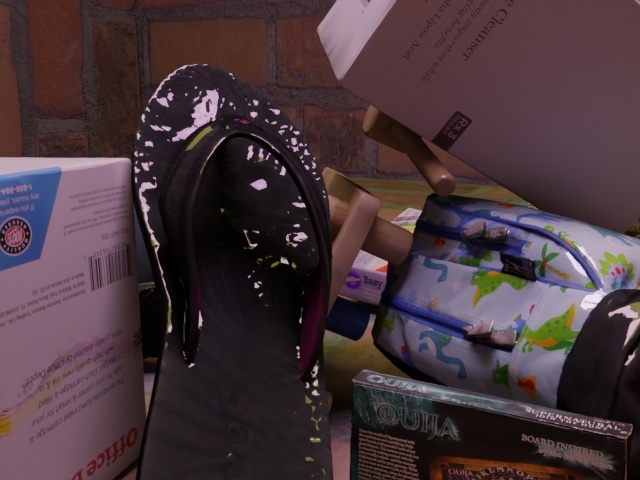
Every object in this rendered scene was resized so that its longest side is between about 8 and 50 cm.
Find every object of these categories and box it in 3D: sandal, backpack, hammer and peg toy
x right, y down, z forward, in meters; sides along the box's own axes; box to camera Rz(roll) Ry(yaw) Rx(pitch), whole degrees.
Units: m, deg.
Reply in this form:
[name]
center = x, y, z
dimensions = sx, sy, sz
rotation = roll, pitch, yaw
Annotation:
[sandal]
center = -0.050, 0.026, 0.524
dimensions = 0.168, 0.445, 0.107
rotation = 6, -33, -23
[backpack]
center = 0.214, 0.080, 0.687
dimensions = 0.290, 0.273, 0.356
rotation = 7, -9, -32
[hammer and peg toy]
center = 0.000, 0.000, 0.759
dimensions = 0.128, 0.361, 0.266
rotation = 24, 8, -12

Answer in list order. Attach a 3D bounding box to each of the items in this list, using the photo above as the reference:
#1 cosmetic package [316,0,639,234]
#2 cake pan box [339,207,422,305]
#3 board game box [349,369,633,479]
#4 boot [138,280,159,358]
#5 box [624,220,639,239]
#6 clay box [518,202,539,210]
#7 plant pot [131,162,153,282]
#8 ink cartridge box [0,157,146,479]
[cosmetic package]
center = 0.215, -0.176, 0.719
dimensions = 0.385, 0.217, 0.156
rotation = 25, 28, -24
[cake pan box]
center = 0.196, 0.037, 1.129
dimensions = 0.246, 0.070, 0.267
rotation = 16, 30, 30
[board game box]
center = 0.108, 0.167, 0.486
dimensions = 0.186, 0.126, 0.026
rotation = 7, 13, 27
[boot]
center = -0.256, 0.066, 0.900
dimensions = 0.247, 0.094, 0.207
rotation = -14, 26, 1
[box]
center = 0.340, 0.064, 0.908
dimensions = 0.169, 0.166, 0.203
rotation = 6, 13, 23
[clay box]
center = 0.504, -0.018, 1.435
dimensions = 0.222, 0.127, 0.053
rotation = 2, 11, 2
[plant pot]
center = -0.346, -0.032, 1.280
dimensions = 0.291, 0.195, 0.290
rotation = 0, 11, 0
[ink cartridge box]
center = -0.276, 0.075, 0.559
dimensions = 0.197, 0.269, 0.198
rotation = 3, 11, 17
